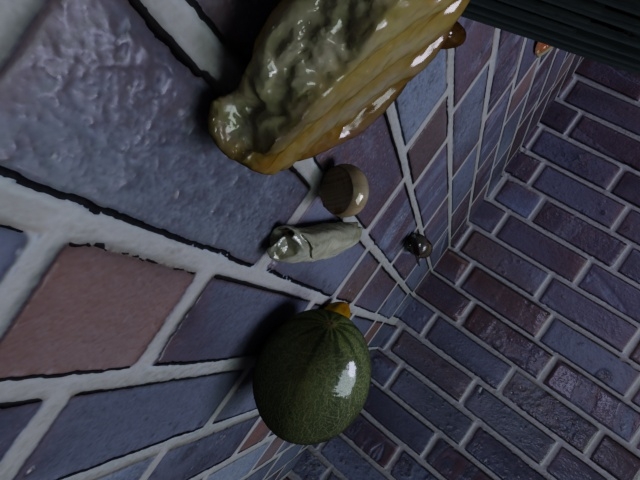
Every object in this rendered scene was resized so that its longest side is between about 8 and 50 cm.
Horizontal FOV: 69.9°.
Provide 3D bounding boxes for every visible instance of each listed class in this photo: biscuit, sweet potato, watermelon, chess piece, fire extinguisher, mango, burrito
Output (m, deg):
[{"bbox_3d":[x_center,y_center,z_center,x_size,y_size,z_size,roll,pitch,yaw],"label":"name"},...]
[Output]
[{"bbox_3d":[0.023,-0.176,0.443,0.274,0.091,0.213,-42,172,23],"label":"biscuit"},{"bbox_3d":[0.190,-0.326,0.713,0.117,0.049,0.049,-17,138,-54],"label":"sweet potato"},{"bbox_3d":[0.698,-0.633,1.378,0.119,0.063,0.245,-40,169,14],"label":"watermelon"},{"bbox_3d":[0.037,-0.077,0.711,0.038,0.083,0.083,-4,129,-43],"label":"chess piece"},{"bbox_3d":[0.342,0.028,1.554,0.075,0.106,0.252,-38,164,11],"label":"fire extinguisher"},{"bbox_3d":[0.006,0.222,1.150,0.190,0.075,0.098,-41,151,-18],"label":"mango"},{"bbox_3d":[0.000,0.000,0.791,0.082,0.059,0.275,-46,164,19],"label":"burrito"}]

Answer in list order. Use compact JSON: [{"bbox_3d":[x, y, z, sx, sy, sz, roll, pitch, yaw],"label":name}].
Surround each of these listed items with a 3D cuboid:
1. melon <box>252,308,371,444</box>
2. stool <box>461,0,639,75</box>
[{"bbox_3d":[-0.016,0.274,0.937,0.237,0.237,0.301,-32,150,-47],"label":"melon"},{"bbox_3d":[0.378,-0.396,0.609,0.297,0.330,0.297,-46,159,-23],"label":"stool"}]
